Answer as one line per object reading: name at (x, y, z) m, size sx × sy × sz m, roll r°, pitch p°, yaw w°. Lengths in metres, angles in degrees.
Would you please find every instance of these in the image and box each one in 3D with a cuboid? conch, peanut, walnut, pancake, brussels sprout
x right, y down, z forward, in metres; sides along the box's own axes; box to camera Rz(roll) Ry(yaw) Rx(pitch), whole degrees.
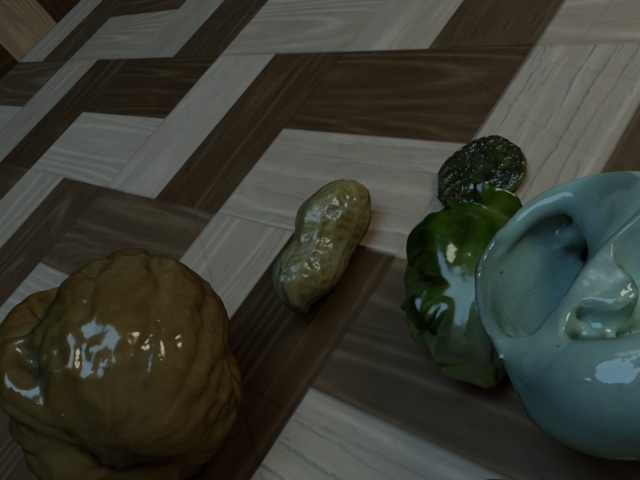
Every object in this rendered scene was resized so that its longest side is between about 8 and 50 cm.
conch at (0.204, 0.052, 0.525) m, size 0.184 × 0.121 × 0.221 m, roll 7°, pitch 52°, yaw 8°
peanut at (0.000, 0.000, 0.791) m, size 0.080 × 0.080 × 0.174 m, roll 1°, pitch 51°, yaw 40°
walnut at (-0.191, 0.125, 0.709) m, size 0.225 × 0.257 × 0.257 m, roll -63°, pitch 32°, yaw 21°
pancake at (0.171, -0.074, 0.779) m, size 0.108 × 0.017 × 0.108 m, roll -20°, pitch 39°, yaw 18°
brussels sprout at (0.138, 0.035, 0.638) m, size 0.139 × 0.101 × 0.181 m, roll 1°, pitch 39°, yaw 15°

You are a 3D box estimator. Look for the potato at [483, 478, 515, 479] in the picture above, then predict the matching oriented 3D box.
potato at (0.121, 0.207, 0.506) m, size 0.083 × 0.062 × 0.068 m, roll -65°, pitch 25°, yaw 0°
